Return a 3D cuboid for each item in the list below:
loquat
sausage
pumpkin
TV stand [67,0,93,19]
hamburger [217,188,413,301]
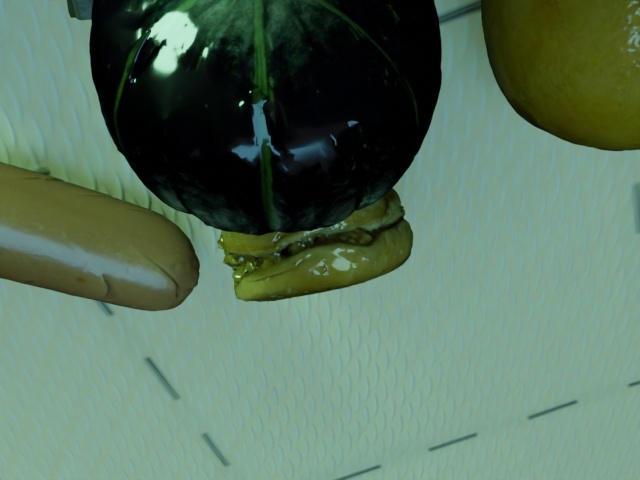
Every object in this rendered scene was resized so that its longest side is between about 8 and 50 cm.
[{"bbox_3d":[0.271,-0.209,0.589,0.263,0.263,0.263,-4,127,-5],"label":"loquat"},{"bbox_3d":[-0.281,-0.003,0.739,0.304,0.121,0.121,19,121,-20],"label":"sausage"},{"bbox_3d":[-0.039,-0.128,0.594,0.296,0.295,0.295,-4,127,-5],"label":"pumpkin"},{"bbox_3d":[-0.219,-0.318,0.562,0.040,0.049,0.256,-6,127,-2],"label":"TV stand"},{"bbox_3d":[0.002,0.000,0.735,0.214,0.214,0.108,-13,88,2],"label":"hamburger"}]
